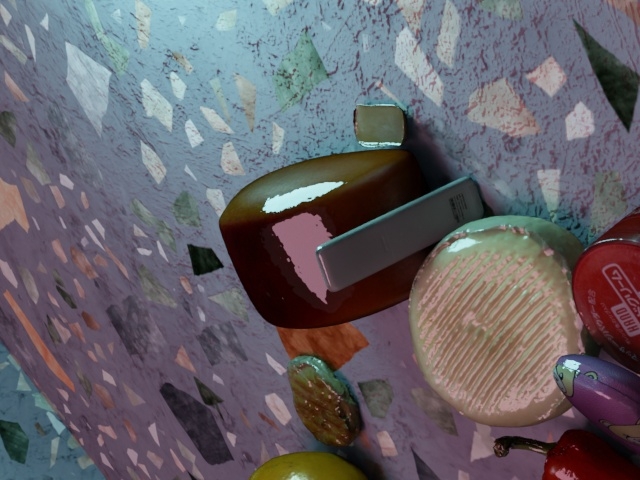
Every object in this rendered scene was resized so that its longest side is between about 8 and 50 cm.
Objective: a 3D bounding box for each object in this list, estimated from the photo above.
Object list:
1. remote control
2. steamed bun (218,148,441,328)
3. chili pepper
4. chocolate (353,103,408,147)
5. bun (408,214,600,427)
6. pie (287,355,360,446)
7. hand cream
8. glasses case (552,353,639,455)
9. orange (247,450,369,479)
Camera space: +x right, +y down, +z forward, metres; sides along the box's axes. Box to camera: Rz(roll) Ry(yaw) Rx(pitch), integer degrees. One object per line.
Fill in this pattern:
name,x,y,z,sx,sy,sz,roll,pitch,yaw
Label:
remote control,0.108,-0.011,1.478,0.029,0.261,0.067,11,123,62
steamed bun,0.000,0.000,1.644,0.379,0.248,0.235,-3,114,55
chili pepper,0.423,0.353,1.522,0.387,0.110,0.110,28,138,29
chocolate,0.092,-0.167,1.581,0.101,0.031,0.064,2,101,48
bun,0.255,0.105,1.465,0.287,0.146,0.287,4,96,35
pie,0.006,0.309,2.093,0.195,0.046,0.195,36,142,33
hand cream,0.400,0.053,1.269,0.193,0.125,0.193,34,141,34
glasses case,0.395,0.220,1.339,0.316,0.076,0.123,35,173,-37
orange,-0.026,0.558,2.120,0.312,0.312,0.312,34,141,33
